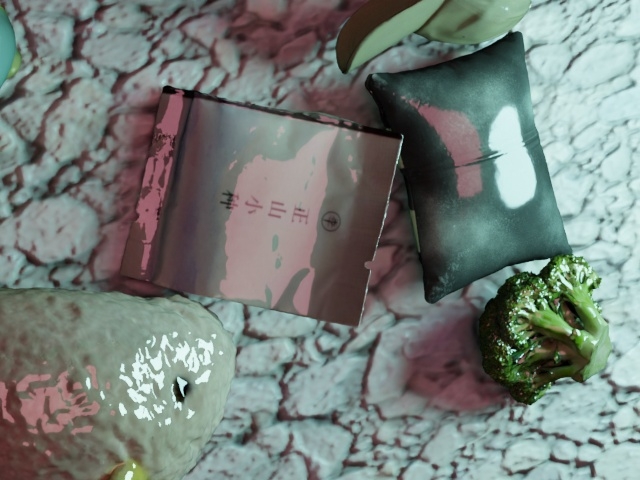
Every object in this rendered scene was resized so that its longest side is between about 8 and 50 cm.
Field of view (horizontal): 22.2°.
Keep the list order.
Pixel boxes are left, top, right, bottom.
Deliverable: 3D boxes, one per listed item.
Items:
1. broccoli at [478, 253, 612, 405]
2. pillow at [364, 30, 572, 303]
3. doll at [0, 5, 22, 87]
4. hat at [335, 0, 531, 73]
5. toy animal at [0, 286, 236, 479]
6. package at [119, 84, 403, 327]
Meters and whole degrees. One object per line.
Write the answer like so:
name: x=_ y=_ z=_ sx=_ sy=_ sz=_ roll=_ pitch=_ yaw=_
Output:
broccoli: x=0.234 y=0.090 z=1.695 sx=0.146 sy=0.138 sz=0.162 roll=38 pitch=76 yaw=-55
pillow: x=0.159 y=-0.074 z=1.677 sx=0.186 sy=0.106 sz=0.250 roll=-20 pitch=99 yaw=-21
doll: x=-0.368 y=-0.100 z=1.493 sx=0.161 sy=0.177 sz=0.260 roll=10 pitch=85 yaw=-16
hat: x=0.114 y=-0.211 z=1.645 sx=0.144 sy=0.166 sz=0.173 roll=33 pitch=98 yaw=-16
toy animal: x=-0.252 y=0.158 z=1.529 sx=0.358 sy=0.188 sz=0.226 roll=3 pitch=86 yaw=-15
package: x=-0.058 y=-0.035 z=1.618 sx=0.251 sy=0.062 sz=0.204 roll=13 pitch=89 yaw=10
